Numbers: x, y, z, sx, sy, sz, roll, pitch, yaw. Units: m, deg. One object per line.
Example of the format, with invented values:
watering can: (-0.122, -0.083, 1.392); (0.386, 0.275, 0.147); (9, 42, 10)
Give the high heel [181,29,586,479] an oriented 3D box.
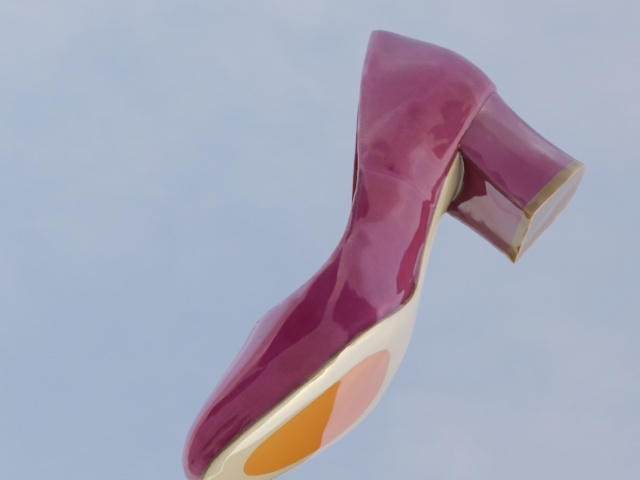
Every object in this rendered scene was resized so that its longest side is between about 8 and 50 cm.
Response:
high heel: (0.000, 0.000, 0.809); (0.117, 0.244, 0.082); (37, -32, 16)
